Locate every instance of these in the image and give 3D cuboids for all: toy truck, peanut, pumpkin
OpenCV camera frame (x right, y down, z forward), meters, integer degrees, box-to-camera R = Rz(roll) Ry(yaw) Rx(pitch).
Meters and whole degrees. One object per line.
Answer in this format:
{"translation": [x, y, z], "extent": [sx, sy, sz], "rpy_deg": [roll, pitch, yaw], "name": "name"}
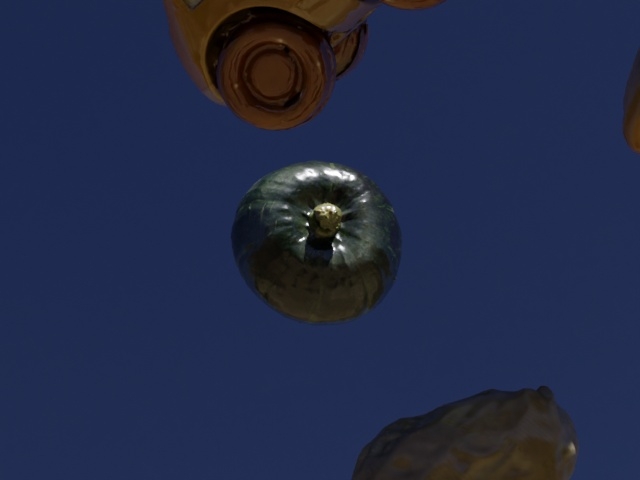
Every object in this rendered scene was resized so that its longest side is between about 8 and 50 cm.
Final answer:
{"translation": [-0.004, -0.229, 1.104], "extent": [0.288, 0.204, 0.211], "rpy_deg": [-39, -81, 21], "name": "toy truck"}
{"translation": [0.053, 0.156, 0.847], "extent": [0.214, 0.099, 0.099], "rpy_deg": [-48, -41, -20], "name": "peanut"}
{"translation": [0.000, 0.001, 1.503], "extent": [0.167, 0.167, 0.125], "rpy_deg": [18, -44, -24], "name": "pumpkin"}

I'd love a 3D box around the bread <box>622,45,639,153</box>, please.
{"translation": [0.243, -0.114, 0.962], "extent": [0.077, 0.200, 0.116], "rpy_deg": [35, -65, 0], "name": "bread"}
